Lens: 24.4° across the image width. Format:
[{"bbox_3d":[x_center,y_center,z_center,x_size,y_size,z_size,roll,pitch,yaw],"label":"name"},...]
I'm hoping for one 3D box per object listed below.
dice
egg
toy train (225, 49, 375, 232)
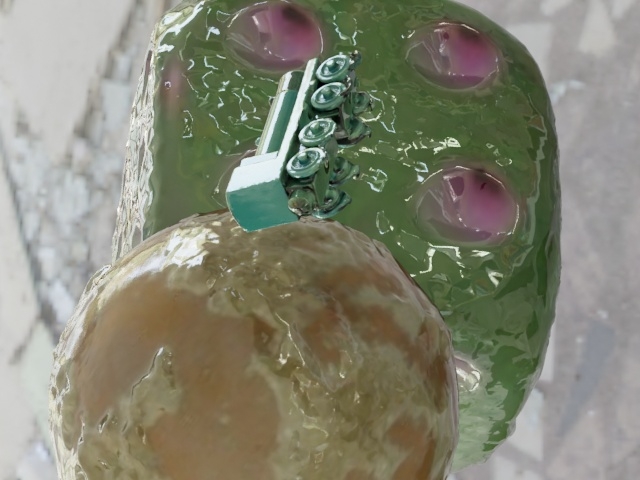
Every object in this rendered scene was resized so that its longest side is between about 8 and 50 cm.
[{"bbox_3d":[0.000,0.000,1.189,0.318,0.330,0.322,107,165,-55],"label":"dice"},{"bbox_3d":[-0.027,0.079,0.726,0.245,0.203,0.203,-36,-40,-77],"label":"egg"},{"bbox_3d":[-0.006,-0.039,0.566,0.045,0.029,0.092,-12,36,21],"label":"toy train"}]
